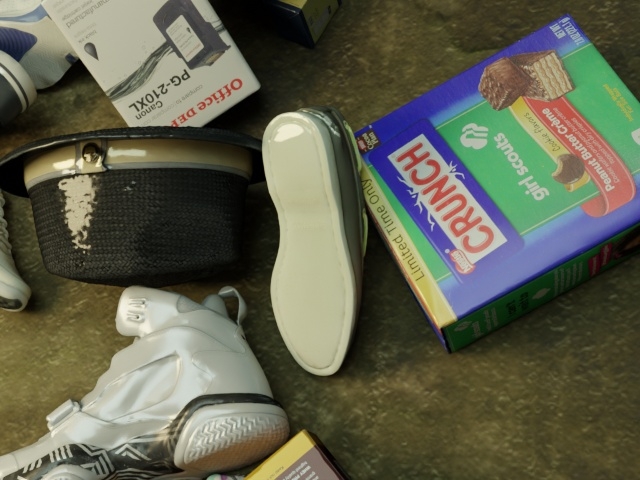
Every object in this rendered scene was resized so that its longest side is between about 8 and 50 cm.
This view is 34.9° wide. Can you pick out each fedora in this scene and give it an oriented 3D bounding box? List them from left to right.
[{"bbox_3d":[-0.205,-0.025,1.172,0.334,0.334,0.152,-5,82,13],"label":"fedora"}]

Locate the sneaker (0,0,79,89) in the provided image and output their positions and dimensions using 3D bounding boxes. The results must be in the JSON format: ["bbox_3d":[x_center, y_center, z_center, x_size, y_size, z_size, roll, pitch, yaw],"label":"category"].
[{"bbox_3d":[-0.350,-0.338,1.436,0.315,0.127,0.182,-19,38,23],"label":"sneaker"}]

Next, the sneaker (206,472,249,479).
[{"bbox_3d":[-0.088,0.305,1.121,0.069,0.038,0.098,-5,85,-7],"label":"sneaker"}]

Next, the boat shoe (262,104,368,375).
[{"bbox_3d":[0.004,0.000,1.140,0.109,0.091,0.305,4,109,29],"label":"boat shoe"}]

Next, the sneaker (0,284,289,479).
[{"bbox_3d":[-0.229,0.183,1.161,0.366,0.137,0.210,-16,63,2],"label":"sneaker"}]

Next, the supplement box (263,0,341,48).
[{"bbox_3d":[-0.022,-0.318,1.352,0.056,0.083,0.083,24,74,22],"label":"supplement box"}]

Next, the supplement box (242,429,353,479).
[{"bbox_3d":[-0.022,0.328,1.019,0.191,0.129,0.194,-40,77,-5],"label":"supplement box"}]

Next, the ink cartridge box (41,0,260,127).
[{"bbox_3d":[-0.211,-0.250,1.282,0.172,0.237,0.100,-34,23,-1],"label":"ink cartridge box"}]

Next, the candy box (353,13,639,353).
[{"bbox_3d":[0.215,-0.065,1.157,0.317,0.122,0.268,-30,63,2],"label":"candy box"}]

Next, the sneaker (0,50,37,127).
[{"bbox_3d":[-0.537,-0.219,1.390,0.321,0.126,0.127,20,56,36],"label":"sneaker"}]

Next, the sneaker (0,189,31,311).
[{"bbox_3d":[-0.459,-0.024,1.331,0.118,0.110,0.292,-40,63,-15],"label":"sneaker"}]
